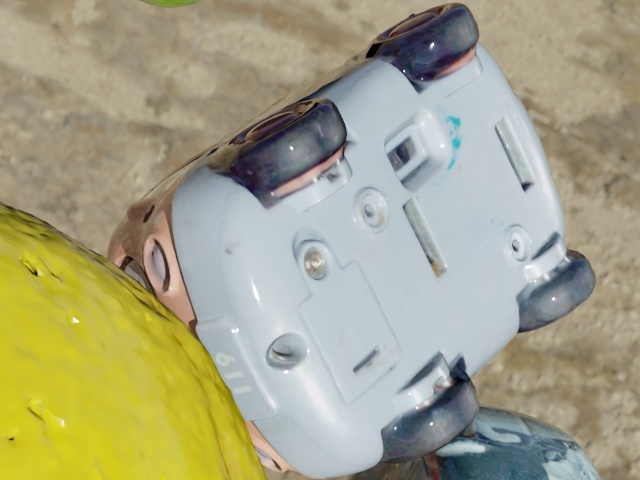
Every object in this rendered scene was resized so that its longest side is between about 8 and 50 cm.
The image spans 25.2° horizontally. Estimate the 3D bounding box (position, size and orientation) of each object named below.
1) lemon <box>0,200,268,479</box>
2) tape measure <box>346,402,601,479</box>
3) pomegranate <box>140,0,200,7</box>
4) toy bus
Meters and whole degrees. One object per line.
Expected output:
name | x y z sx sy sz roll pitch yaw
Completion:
lemon | -0.117 0.106 0.405 0.219 0.240 0.240 28 24 -55
tape measure | 0.090 0.244 1.030 0.147 0.275 0.256 13 72 -18
pomegranate | -0.096 -0.234 1.012 0.122 0.143 0.169 10 15 -24
toy bus | 0.000 0.000 0.836 0.288 0.232 0.194 -40 112 -39
